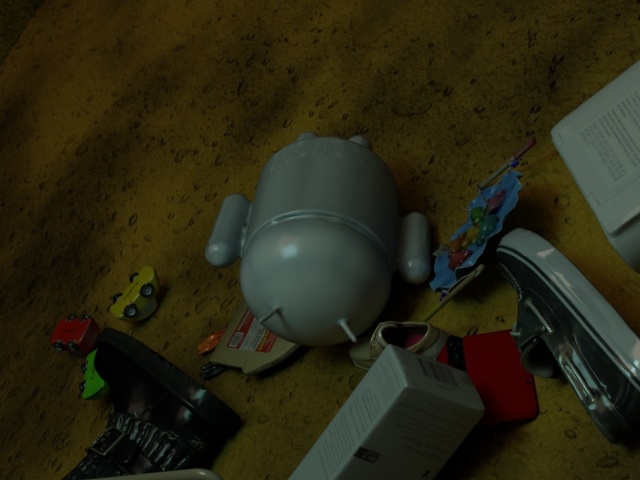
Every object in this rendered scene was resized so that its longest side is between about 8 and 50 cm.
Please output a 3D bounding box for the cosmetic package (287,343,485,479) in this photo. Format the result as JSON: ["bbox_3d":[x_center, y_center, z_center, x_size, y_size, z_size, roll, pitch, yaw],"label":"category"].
[{"bbox_3d":[0.072,0.239,1.747,0.231,0.117,0.085,-57,28,22],"label":"cosmetic package"}]

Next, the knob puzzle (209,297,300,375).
[{"bbox_3d":[-0.054,0.113,2.163,0.213,0.030,0.213,-31,35,25],"label":"knob puzzle"}]

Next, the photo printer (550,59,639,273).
[{"bbox_3d":[0.438,-0.134,1.765,0.307,0.107,0.256,-39,34,14],"label":"photo printer"}]

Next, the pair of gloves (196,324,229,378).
[{"bbox_3d":[-0.150,0.165,2.243,0.074,0.010,0.083,-34,38,20],"label":"pair of gloves"}]

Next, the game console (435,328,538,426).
[{"bbox_3d":[0.188,0.186,1.815,0.144,0.085,0.124,-92,21,-48],"label":"game console"}]

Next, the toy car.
[{"bbox_3d":[-0.340,0.172,2.422,0.239,0.053,0.225,-32,36,25],"label":"toy car"}]

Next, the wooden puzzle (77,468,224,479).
[{"bbox_3d":[-0.211,0.464,1.867,0.322,0.080,0.348,-13,73,43],"label":"wooden puzzle"}]

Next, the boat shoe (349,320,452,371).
[{"bbox_3d":[0.095,0.128,1.942,0.170,0.059,0.063,-11,48,44],"label":"boat shoe"}]

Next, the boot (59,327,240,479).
[{"bbox_3d":[-0.289,0.281,2.173,0.260,0.131,0.348,-53,33,-7],"label":"boot"}]

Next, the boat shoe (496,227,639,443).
[{"bbox_3d":[0.268,0.099,1.708,0.119,0.121,0.335,-42,35,3],"label":"boat shoe"}]

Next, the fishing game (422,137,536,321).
[{"bbox_3d":[0.190,-0.017,1.932,0.189,0.041,0.264,-45,13,50],"label":"fishing game"}]

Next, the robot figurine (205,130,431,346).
[{"bbox_3d":[0.000,0.000,2.041,0.300,0.200,0.353,2,41,5],"label":"robot figurine"}]
